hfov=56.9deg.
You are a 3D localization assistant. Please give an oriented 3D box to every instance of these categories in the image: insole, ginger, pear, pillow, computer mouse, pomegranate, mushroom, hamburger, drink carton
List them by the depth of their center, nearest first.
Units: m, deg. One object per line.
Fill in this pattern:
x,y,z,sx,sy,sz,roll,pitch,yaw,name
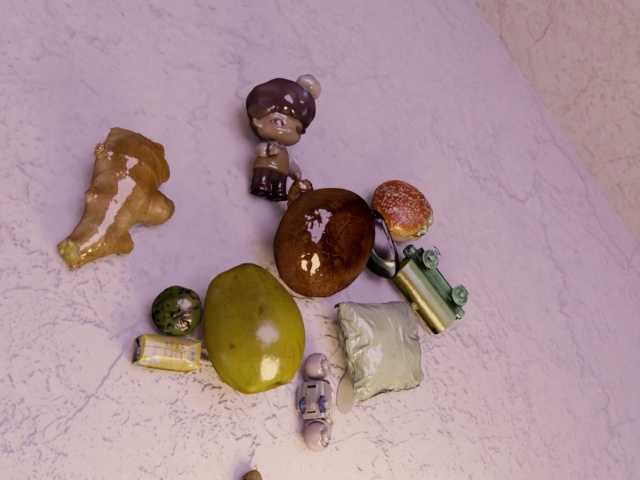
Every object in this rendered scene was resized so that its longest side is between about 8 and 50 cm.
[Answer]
-0.335,0.271,1.388,0.199,0.074,0.084,15,62,-31,drink carton
-0.337,0.164,1.423,0.122,0.122,0.161,57,13,-1,pomegranate
-0.165,0.215,1.430,0.252,0.253,0.307,-10,66,-40,pear
-0.487,-0.088,1.445,0.376,0.166,0.236,-68,153,-12,ginger
0.016,0.006,1.674,0.344,0.239,0.345,-3,99,-19,mushroom
0.085,0.404,1.694,0.065,0.004,0.197,35,52,-20,insole
0.180,0.317,1.722,0.309,0.138,0.284,4,71,-40,pillow
0.170,0.017,1.867,0.096,0.137,0.233,-18,82,-22,computer mouse
0.271,-0.102,1.989,0.236,0.147,0.237,18,56,-28,hamburger

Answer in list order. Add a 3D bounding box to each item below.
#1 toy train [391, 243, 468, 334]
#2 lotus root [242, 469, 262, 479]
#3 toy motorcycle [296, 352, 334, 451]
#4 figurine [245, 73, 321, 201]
0.360,0.158,1.945,0.307,0.126,0.189,52,48,-6,toy train
-0.165,0.587,1.379,0.049,0.054,0.099,19,54,-5,lotus root
-0.002,0.428,1.566,0.112,0.112,0.254,17,60,-31,toy motorcycle
-0.124,-0.313,1.745,0.218,0.206,0.365,10,64,-21,figurine
